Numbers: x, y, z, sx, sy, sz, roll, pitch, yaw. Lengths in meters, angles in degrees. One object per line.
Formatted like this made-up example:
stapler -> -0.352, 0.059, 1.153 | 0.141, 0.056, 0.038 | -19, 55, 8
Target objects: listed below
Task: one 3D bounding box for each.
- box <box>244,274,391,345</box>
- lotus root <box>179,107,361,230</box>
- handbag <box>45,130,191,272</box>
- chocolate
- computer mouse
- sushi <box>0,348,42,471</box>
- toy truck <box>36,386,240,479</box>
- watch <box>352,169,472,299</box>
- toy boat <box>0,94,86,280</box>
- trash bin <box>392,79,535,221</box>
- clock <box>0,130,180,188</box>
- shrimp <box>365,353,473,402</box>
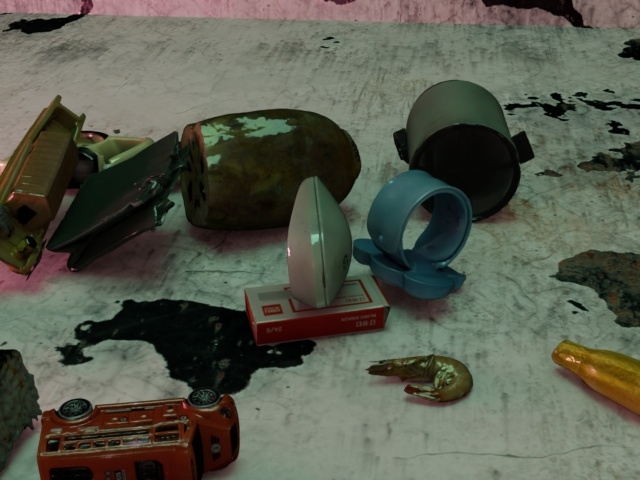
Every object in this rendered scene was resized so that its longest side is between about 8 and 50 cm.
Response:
box -> -0.007, 0.113, 1.643 | 0.229, 0.050, 0.123 | -6, 28, -10
lotus root -> -0.097, -0.143, 1.948 | 0.346, 0.250, 0.250 | -10, 29, -20
handbag -> -0.366, -0.075, 1.831 | 0.260, 0.079, 0.247 | -25, 29, 27
chocolate -> 0.435, 0.199, 1.437 | 0.085, 0.085, 0.219 | -23, 33, -36
computer mouse -> 0.006, 0.000, 1.633 | 0.097, 0.159, 0.288 | -3, 25, 8
sushi -> -0.474, 0.239, 1.315 | 0.126, 0.136, 0.225 | 0, 31, 20
toy truck -> -0.231, 0.271, 1.277 | 0.253, 0.107, 0.114 | -4, 28, -3
watch -> 0.173, -0.017, 1.694 | 0.211, 0.193, 0.211 | 14, 17, -4
toy boat -> -0.537, -0.119, 1.859 | 0.136, 0.162, 0.445 | 36, 34, -25
trash bin -> 0.289, -0.188, 2.042 | 0.277, 0.217, 0.262 | -18, 25, 13
clock -> -0.469, -0.159, 2.128 | 0.379, 0.120, 0.276 | 5, 24, 20
shrimp -> 0.148, 0.210, 1.475 | 0.162, 0.045, 0.095 | 2, 48, -6
